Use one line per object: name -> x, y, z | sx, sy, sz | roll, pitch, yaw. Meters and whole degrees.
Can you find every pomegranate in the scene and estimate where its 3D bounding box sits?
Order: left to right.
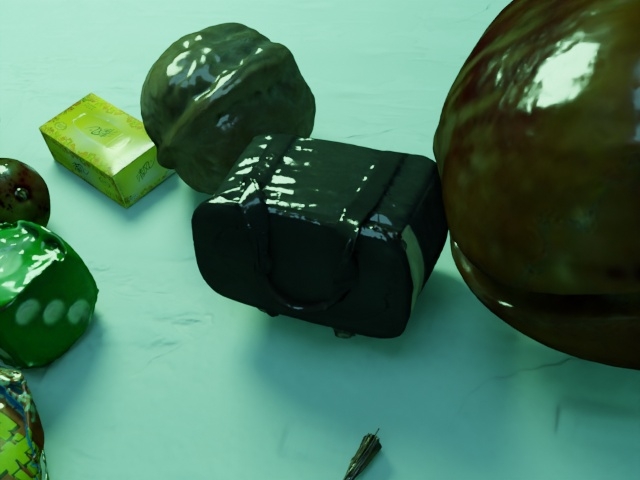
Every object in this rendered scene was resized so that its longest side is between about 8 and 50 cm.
pomegranate -> -0.402, -0.044, 1.148 | 0.130, 0.130, 0.130 | -6, 46, 6

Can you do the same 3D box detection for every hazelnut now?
hazelnut -> 0.320, -0.080, 0.867 | 0.402, 0.402, 0.429 | 5, 59, 17

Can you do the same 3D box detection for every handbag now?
handbag -> 0.000, 0.000, 0.978 | 0.254, 0.181, 0.181 | 14, 42, 19

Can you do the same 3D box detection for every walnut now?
walnut -> -0.118, -0.158, 1.141 | 0.224, 0.224, 0.224 | -6, 46, 6

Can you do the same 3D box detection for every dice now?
dice -> -0.338, 0.061, 1.033 | 0.131, 0.120, 0.128 | 18, 54, 29

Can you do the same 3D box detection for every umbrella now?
umbrella -> 0.036, 0.211, 0.874 | 0.020, 0.031, 0.083 | 41, 63, 3

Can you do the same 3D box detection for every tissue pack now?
tissue pack -> -0.286, -0.125, 1.239 | 0.176, 0.062, 0.095 | 31, 60, 35

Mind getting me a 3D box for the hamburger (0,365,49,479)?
hamburger -> -0.386, 0.243, 0.870 | 0.276, 0.150, 0.260 | -20, 61, -29
